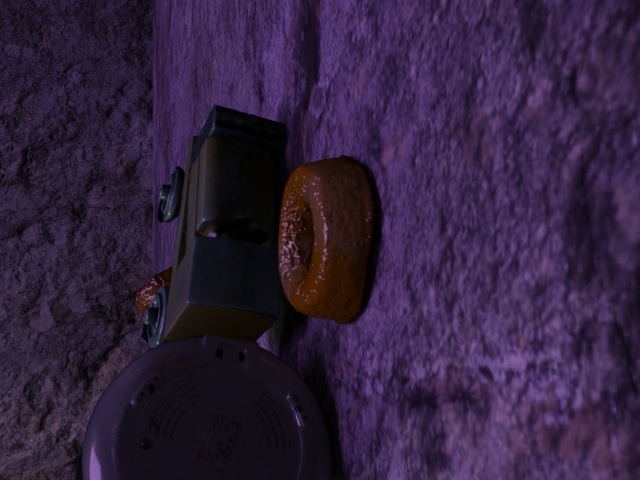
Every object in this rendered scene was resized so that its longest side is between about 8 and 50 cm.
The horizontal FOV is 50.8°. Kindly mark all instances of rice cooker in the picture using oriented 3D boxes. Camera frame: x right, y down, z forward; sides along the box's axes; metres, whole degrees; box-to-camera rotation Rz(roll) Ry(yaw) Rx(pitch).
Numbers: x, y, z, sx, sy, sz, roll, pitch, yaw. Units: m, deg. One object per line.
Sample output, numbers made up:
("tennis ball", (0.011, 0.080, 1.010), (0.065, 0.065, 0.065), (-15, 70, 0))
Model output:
("rice cooker", (-0.149, 0.273, 0.790), (0.277, 0.288, 0.289), (126, 141, -52))

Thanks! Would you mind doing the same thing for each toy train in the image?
("toy train", (-0.146, -0.005, 0.966), (0.253, 0.160, 0.398), (132, 145, -52))

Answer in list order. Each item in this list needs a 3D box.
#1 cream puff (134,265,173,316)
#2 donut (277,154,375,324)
("cream puff", (-0.298, 0.156, 1.472), (0.169, 0.183, 0.183), (58, 152, 12))
("donut", (0.000, 0.000, 0.706), (0.162, 0.065, 0.179), (-147, 60, -67))
